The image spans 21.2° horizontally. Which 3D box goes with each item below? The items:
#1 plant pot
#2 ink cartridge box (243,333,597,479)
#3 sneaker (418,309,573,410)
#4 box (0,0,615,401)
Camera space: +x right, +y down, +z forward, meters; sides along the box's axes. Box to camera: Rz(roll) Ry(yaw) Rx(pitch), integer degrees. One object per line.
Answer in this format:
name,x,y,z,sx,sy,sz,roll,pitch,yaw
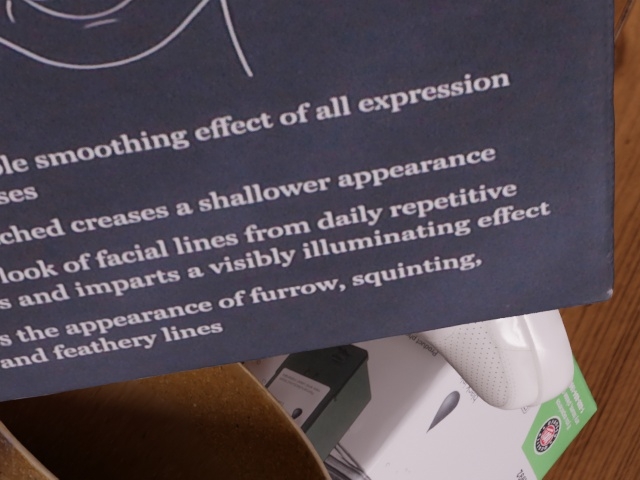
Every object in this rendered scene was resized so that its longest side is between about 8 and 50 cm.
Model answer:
plant pot,-0.155,0.168,0.827,0.254,0.237,0.237,-52,150,16
ink cartridge box,0.026,0.147,1.070,0.289,0.121,0.211,-50,146,-11
sneaker,0.000,0.000,0.891,0.169,0.108,0.292,-37,101,-23
box,-0.074,-0.155,0.522,0.293,0.212,0.395,-9,139,2
